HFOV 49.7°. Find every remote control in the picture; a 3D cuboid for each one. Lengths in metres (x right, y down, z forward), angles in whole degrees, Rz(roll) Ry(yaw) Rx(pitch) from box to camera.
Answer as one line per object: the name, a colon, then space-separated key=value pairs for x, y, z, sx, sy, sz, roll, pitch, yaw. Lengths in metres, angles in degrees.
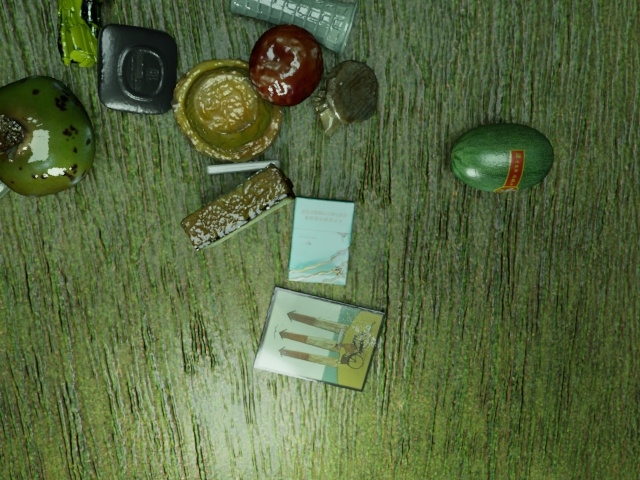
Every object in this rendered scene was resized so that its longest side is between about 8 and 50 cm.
remote control: x=-0.197 y=-0.190 z=1.790 sx=0.190 sy=0.087 sz=0.029 roll=-5 pitch=96 yaw=-3

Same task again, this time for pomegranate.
pomegranate: x=-0.670 y=-0.257 z=1.623 sx=0.291 sy=0.323 sz=0.291 roll=3 pitch=78 yaw=-12

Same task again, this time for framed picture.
framed picture: x=-0.002 y=0.279 z=1.936 sx=0.324 sy=0.013 sz=0.244 roll=14 pitch=99 yaw=-8

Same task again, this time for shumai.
shumai: x=0.051 y=-0.360 z=1.757 sx=0.153 sy=0.209 sz=0.161 roll=-17 pitch=113 yaw=43

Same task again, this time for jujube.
jujube: x=-0.071 y=-0.416 z=1.666 sx=0.190 sy=0.255 sz=0.190 roll=2 pitch=97 yaw=20

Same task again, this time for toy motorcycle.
toy motorcycle: x=-0.555 y=-0.592 z=1.658 sx=0.206 sy=0.142 sz=0.342 roll=9 pitch=103 yaw=32

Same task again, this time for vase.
vase: x=-0.066 y=-0.570 z=1.707 sx=0.299 sy=0.143 sz=0.143 roll=18 pitch=99 yaw=-6

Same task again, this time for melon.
melon: x=0.482 y=-0.215 z=1.798 sx=0.287 sy=0.182 sz=0.182 roll=-4 pitch=101 yaw=-4

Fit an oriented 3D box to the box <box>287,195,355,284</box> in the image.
box: x=0.000 y=0.001 z=1.866 sx=0.162 sy=0.041 sz=0.229 roll=5 pitch=100 yaw=-5

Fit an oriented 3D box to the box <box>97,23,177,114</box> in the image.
box: x=-0.448 y=-0.415 z=1.696 sx=0.201 sy=0.042 sz=0.212 roll=-5 pitch=113 yaw=-36

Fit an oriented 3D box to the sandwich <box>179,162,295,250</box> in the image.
sandwich: x=-0.192 y=-0.080 z=1.731 sx=0.273 sy=0.249 sz=0.095 roll=-31 pitch=89 yaw=2

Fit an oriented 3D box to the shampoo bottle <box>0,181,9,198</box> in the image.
shampoo bottle: x=-0.882 y=-0.203 z=1.729 sx=0.118 sy=0.087 sz=0.234 roll=-44 pitch=101 yaw=4

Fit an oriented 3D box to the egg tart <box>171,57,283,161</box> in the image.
egg tart: x=-0.233 y=-0.334 z=1.730 sx=0.288 sy=0.118 sz=0.288 roll=0 pitch=86 yaw=-1
